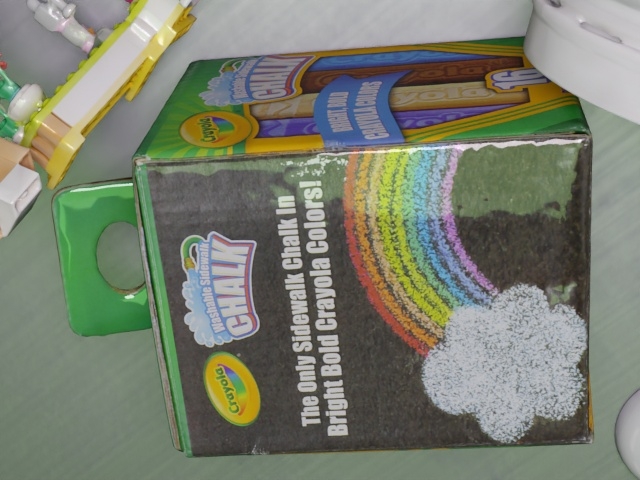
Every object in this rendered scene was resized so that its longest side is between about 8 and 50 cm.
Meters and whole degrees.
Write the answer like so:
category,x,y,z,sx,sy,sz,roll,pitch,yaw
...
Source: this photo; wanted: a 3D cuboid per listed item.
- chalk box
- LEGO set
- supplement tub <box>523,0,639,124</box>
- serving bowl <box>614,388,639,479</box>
category,x,y,z,sx,sy,sz,roll,pitch,yaw
chalk box,0.000,0.000,0.781,0.289,0.179,0.180,-2,113,7
LEGO set,-0.130,-0.136,0.759,0.107,0.132,0.287,38,89,-5
supplement tub,0.231,-0.216,0.636,0.235,0.235,0.324,13,113,0
serving bowl,0.232,0.129,0.892,0.083,0.027,0.083,1,112,4
